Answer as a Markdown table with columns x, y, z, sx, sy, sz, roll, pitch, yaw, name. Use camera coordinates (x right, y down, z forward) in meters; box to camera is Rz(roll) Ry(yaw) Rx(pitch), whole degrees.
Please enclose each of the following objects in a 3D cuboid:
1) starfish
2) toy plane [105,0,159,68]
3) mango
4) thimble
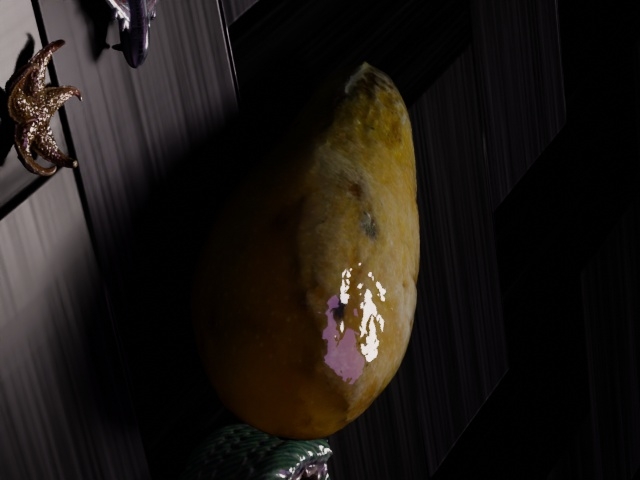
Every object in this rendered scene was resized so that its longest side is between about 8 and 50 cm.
| x | y | z | sx | sy | sz | roll | pitch | yaw | name |
| --- | --- | --- | --- | --- | --- | --- | --- | --- | --- |
| -0.182 | -0.088 | 1.162 | 0.078 | 0.028 | 0.091 | 14 | 84 | -67 | starfish |
| -0.130 | -0.161 | 1.227 | 0.078 | 0.031 | 0.083 | -14 | 110 | -59 | toy plane |
| -0.003 | 0.006 | 1.389 | 0.329 | 0.175 | 0.176 | -77 | -170 | -49 | mango |
| -0.054 | 0.213 | 1.416 | 0.135 | 0.090 | 0.118 | -35 | 130 | -55 | thimble |
